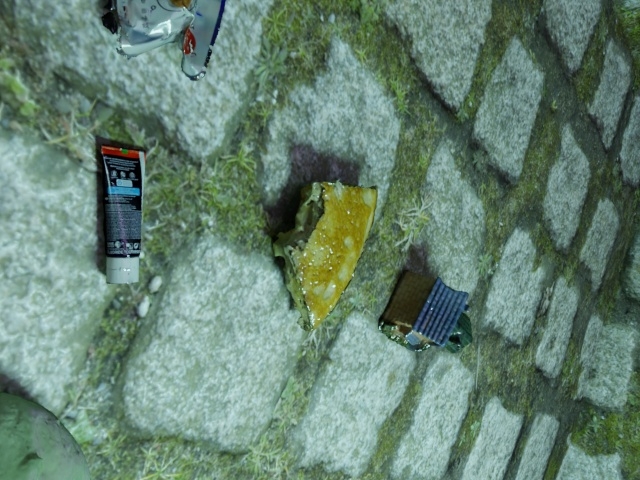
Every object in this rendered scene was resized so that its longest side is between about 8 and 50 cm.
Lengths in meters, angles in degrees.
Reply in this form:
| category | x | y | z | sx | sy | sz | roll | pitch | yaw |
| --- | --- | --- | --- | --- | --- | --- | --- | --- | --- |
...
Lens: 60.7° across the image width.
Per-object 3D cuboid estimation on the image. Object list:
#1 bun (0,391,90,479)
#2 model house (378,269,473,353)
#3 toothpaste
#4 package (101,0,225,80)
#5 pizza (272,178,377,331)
| category | x | y | z | sx | sy | sz | roll | pitch | yaw |
| --- | --- | --- | --- | --- | --- | --- | --- | --- | --- |
| bun | -0.398 | 0.338 | 0.629 | 0.293 | 0.187 | 0.293 | -13 | 109 | -41 |
| model house | 0.270 | 0.188 | 1.273 | 0.183 | 0.172 | 0.167 | 43 | 67 | -41 |
| toothpaste | -0.279 | -0.037 | 0.778 | 0.071 | 0.045 | 0.194 | -3 | 94 | -53 |
| package | -0.211 | -0.370 | 0.767 | 0.194 | 0.071 | 0.270 | 10 | 78 | -48 |
| pizza | 0.000 | 0.000 | 1.027 | 0.223 | 0.089 | 0.324 | 42 | 67 | -47 |
